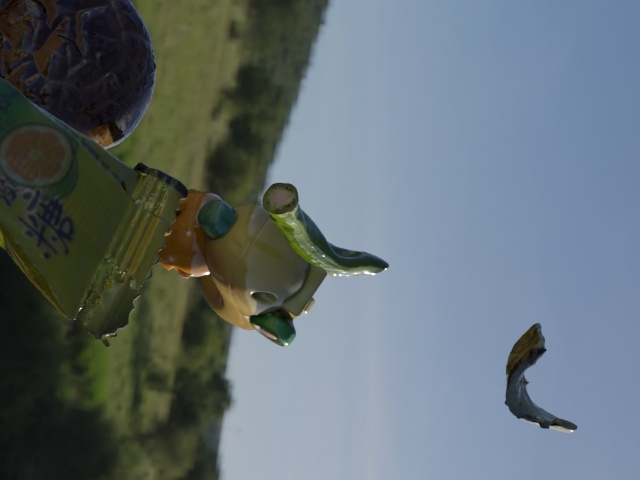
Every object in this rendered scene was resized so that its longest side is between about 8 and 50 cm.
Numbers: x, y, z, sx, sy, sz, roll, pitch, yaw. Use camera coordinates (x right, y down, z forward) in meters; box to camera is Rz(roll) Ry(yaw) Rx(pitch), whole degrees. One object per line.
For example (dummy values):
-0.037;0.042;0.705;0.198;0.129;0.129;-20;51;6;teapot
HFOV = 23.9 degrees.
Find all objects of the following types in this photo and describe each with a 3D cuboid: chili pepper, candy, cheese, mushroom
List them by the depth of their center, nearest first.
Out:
0.149;0.107;1.056;0.060;0.041;0.084;-86;155;-75;cheese
-0.249;-0.063;1.178;0.081;0.297;0.187;-43;-160;47;candy
0.000;0.000;1.600;0.201;0.052;0.050;39;79;-48;chili pepper
-0.311;-0.208;1.721;0.153;0.253;0.253;137;-36;-60;mushroom

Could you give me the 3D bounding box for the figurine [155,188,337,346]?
-0.109;0.023;1.825;0.124;0.222;0.324;-57;-172;-12;figurine
